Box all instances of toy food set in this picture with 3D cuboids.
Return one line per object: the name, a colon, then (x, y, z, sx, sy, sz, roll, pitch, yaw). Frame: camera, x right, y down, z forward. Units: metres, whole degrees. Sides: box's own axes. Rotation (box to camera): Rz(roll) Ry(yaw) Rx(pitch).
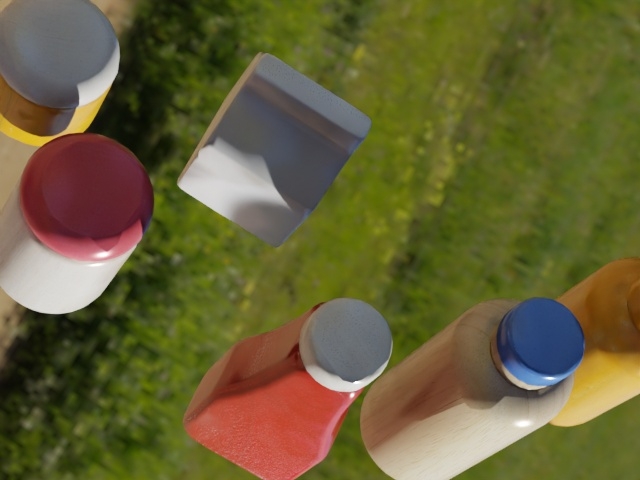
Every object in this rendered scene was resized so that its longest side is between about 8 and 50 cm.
toy food set: (0.000, 0.000, 0.532, 0.111, 0.232, 0.104, -61, -172, -28)
